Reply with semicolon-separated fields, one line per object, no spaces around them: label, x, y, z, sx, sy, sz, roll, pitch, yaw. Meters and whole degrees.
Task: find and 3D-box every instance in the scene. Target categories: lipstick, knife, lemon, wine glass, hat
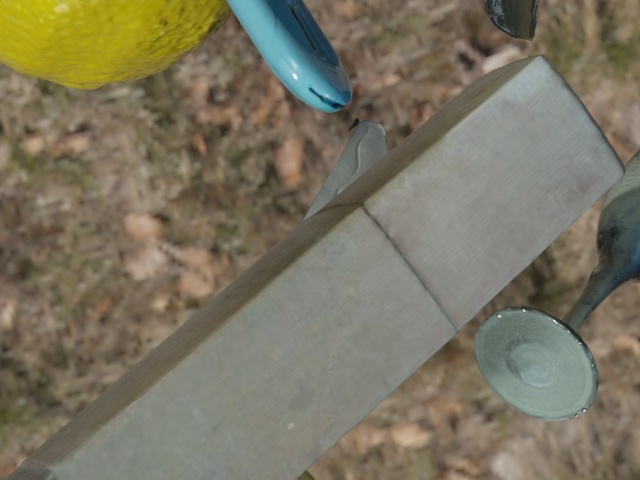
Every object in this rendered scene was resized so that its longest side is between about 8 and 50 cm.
lipstick;-0.017;0.055;0.796;0.371;0.080;0.076;-40;-171;-19
knife;0.002;0.002;1.496;0.336;0.081;0.043;-57;170;-40
lemon;-0.158;-0.231;1.214;0.245;0.245;0.320;-4;160;-31
wine glass;0.282;-0.019;1.279;0.264;0.096;0.309;-34;-173;46
knife;-0.042;-0.149;0.812;0.031;0.222;0.064;-40;154;22
hat;0.243;-0.303;1.880;0.085;0.175;0.147;1;-164;-28

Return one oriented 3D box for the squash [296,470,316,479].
squash;0.002;0.294;1.166;0.111;0.289;0.203;-48;162;17
